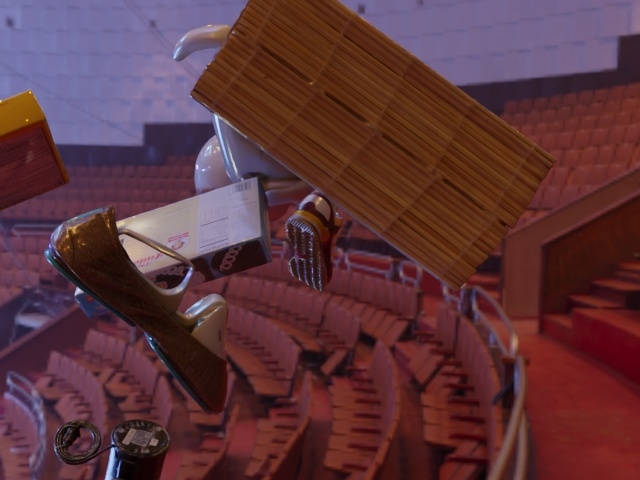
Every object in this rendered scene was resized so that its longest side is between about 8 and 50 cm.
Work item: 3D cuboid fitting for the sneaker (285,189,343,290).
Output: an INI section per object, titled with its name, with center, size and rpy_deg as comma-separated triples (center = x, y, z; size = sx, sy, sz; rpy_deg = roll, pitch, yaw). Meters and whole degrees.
[sneaker]
center = 0.000, 0.000, 1.087
size = 0.069, 0.084, 0.185
rpy_deg = 28, -27, 15

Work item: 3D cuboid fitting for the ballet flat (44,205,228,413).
[ballet flat]
center = -0.201, 0.087, 1.016
size = 0.124, 0.342, 0.116
rpy_deg = -42, 23, -6

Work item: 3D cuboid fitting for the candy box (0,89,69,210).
[candy box]
center = -0.256, -0.021, 0.456
size = 0.206, 0.027, 0.105
rpy_deg = -26, -8, -17

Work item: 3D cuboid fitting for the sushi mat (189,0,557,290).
[sushi mat]
center = 0.044, -0.102, 0.703
size = 0.316, 0.151, 0.019
rpy_deg = 36, 12, 0

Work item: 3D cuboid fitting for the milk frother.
[milk frother]
center = -0.305, 0.331, 1.111
size = 0.143, 0.134, 0.129
rpy_deg = 23, 21, 17

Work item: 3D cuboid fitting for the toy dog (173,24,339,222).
[toy dog]
center = -0.114, -0.179, 1.459
size = 0.395, 0.284, 0.408
rpy_deg = 16, -39, -13

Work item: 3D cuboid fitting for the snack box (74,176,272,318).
[snack box]
center = -0.244, 0.008, 1.307
size = 0.322, 0.060, 0.187
rpy_deg = -17, 36, 6
